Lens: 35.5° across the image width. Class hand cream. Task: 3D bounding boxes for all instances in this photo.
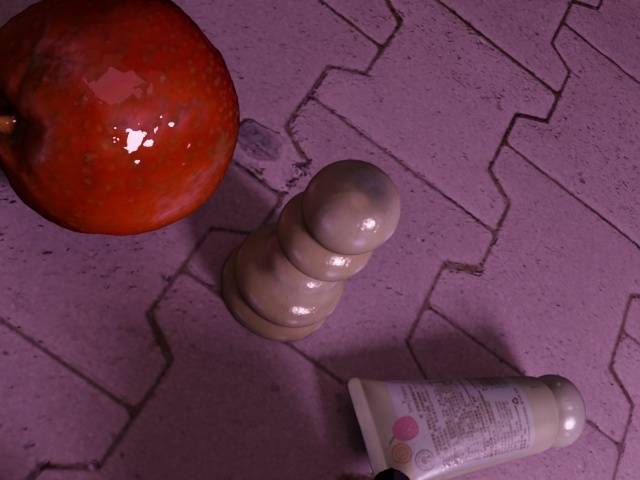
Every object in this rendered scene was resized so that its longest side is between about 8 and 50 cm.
[{"bbox_3d":[0.183,0.219,1.202,0.305,0.093,0.147,-1,61,-29],"label":"hand cream"}]

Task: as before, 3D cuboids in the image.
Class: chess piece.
[{"bbox_3d":[0.000,0.000,1.124,0.144,0.251,0.144,15,54,-22],"label":"chess piece"}]

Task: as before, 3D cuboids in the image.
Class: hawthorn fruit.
[{"bbox_3d":[-0.236,-0.138,1.069,0.299,0.275,0.275,-18,72,-46],"label":"hawthorn fruit"}]

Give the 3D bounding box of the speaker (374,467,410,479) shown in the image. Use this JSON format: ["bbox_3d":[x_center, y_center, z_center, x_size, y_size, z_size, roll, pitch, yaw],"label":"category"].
[{"bbox_3d":[0.091,0.377,0.956,0.184,0.232,0.254,16,55,-23],"label":"speaker"}]
